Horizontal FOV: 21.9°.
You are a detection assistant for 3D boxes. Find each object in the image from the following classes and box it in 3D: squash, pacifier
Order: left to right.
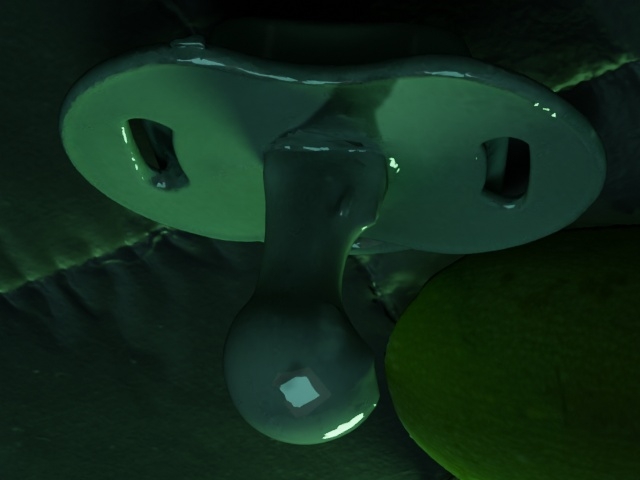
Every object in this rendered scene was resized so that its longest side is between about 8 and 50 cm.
[{"bbox_3d":[0.000,0.000,1.031,0.343,0.269,0.288,5,156,10],"label":"pacifier"},{"bbox_3d":[0.212,0.105,1.161,0.309,0.210,0.234,12,117,39],"label":"squash"}]

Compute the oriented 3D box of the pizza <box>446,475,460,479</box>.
[{"bbox_3d":[0.231,0.209,1.287,0.365,0.074,0.182,-2,131,12],"label":"pizza"}]
